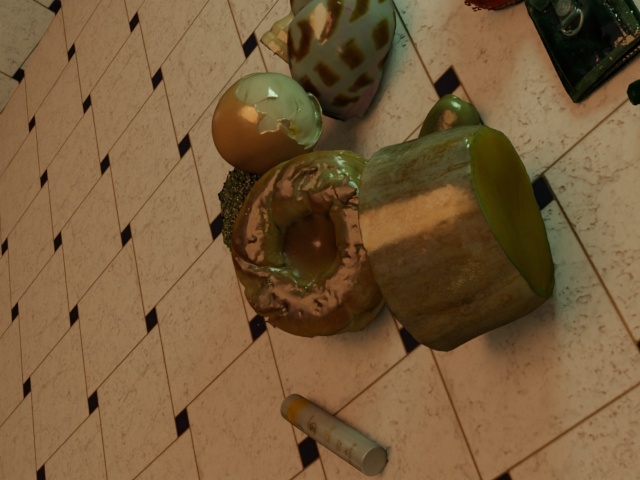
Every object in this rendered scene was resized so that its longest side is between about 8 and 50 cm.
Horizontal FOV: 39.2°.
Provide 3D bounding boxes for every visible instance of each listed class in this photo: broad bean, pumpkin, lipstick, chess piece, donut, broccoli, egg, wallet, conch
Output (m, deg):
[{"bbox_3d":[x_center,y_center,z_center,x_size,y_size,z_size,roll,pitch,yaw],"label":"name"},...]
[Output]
[{"bbox_3d":[0.220,-0.171,1.582,0.124,0.082,0.174,10,83,50],"label":"broad bean"},{"bbox_3d":[0.226,-0.010,1.351,0.199,0.332,0.332,-14,65,34],"label":"pumpkin"},{"bbox_3d":[0.020,0.353,1.652,0.264,0.059,0.059,20,93,53],"label":"lipstick"},{"bbox_3d":[0.006,-0.512,1.966,0.300,0.137,0.137,-52,41,9],"label":"chess piece"},{"bbox_3d":[0.000,0.000,1.681,0.361,0.170,0.360,-4,83,29],"label":"donut"},{"bbox_3d":[-0.118,-0.080,1.899,0.226,0.198,0.176,-82,-10,-54],"label":"broccoli"},{"bbox_3d":[-0.114,-0.227,1.778,0.244,0.201,0.201,-23,59,49],"label":"egg"},{"bbox_3d":[0.417,-0.354,1.436,0.160,0.055,0.236,-46,46,40],"label":"wallet"},{"bbox_3d":[0.025,-0.438,1.810,0.250,0.197,0.367,-21,70,18],"label":"conch"}]

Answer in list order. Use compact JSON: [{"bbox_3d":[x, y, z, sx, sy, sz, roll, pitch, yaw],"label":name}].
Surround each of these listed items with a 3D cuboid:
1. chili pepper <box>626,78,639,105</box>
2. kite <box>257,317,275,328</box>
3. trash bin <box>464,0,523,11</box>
[{"bbox_3d":[0.525,-0.216,1.241,0.216,0.062,0.108,-7,71,52],"label":"chili pepper"},{"bbox_3d":[-0.109,0.165,1.929,0.078,0.002,0.044,1,78,51],"label":"kite"},{"bbox_3d":[0.289,-0.537,1.580,0.184,0.161,0.238,-8,74,50],"label":"trash bin"}]
